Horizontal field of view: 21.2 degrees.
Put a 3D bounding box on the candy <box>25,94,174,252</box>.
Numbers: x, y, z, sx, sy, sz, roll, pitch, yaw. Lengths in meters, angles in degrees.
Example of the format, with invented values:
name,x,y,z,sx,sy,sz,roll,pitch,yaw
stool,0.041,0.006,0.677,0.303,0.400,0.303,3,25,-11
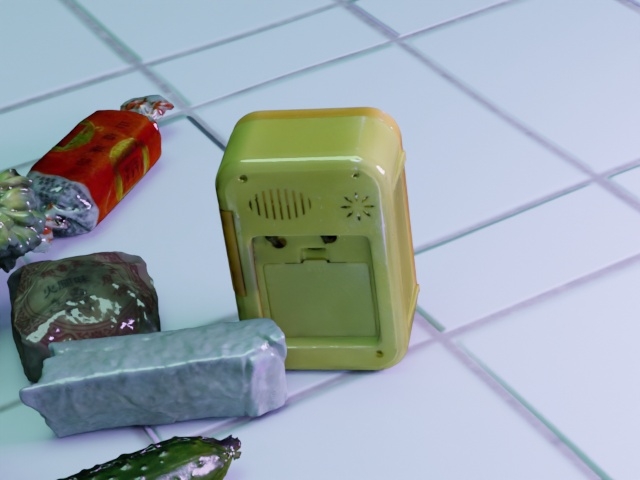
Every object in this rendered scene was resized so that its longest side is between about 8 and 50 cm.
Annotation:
name,x,y,z,sx,sy,sz,roll,pitch,yaw
candy,-0.219,-0.067,1.634,0.086,0.059,0.292,12,37,21

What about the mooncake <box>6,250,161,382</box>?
name,x,y,z,sx,sy,sz,roll,pitch,yaw
mooncake,-0.195,0.060,1.418,0.125,0.073,0.130,-12,34,-11

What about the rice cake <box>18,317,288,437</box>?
name,x,y,z,sx,sy,sz,roll,pitch,yaw
rice cake,-0.126,0.109,1.335,0.206,0.069,0.063,-9,35,2

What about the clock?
name,x,y,z,sx,sy,sz,roll,pitch,yaw
clock,0.000,0.000,1.352,0.143,0.202,0.096,1,35,12

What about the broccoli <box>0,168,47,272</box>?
name,x,y,z,sx,sy,sz,roll,pitch,yaw
broccoli,-0.391,-0.017,1.411,0.248,0.246,0.288,8,37,34

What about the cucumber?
name,x,y,z,sx,sy,sz,roll,pitch,yaw
cucumber,-0.152,0.190,1.216,0.227,0.069,0.069,-22,35,-29
